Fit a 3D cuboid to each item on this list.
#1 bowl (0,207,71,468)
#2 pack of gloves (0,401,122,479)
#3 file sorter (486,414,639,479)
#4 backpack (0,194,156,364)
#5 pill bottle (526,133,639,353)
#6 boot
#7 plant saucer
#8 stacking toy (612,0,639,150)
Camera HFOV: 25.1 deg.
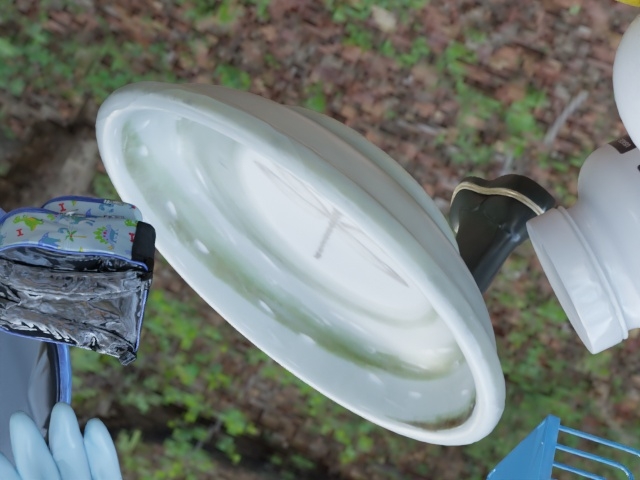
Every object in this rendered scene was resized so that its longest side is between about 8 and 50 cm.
[{"bbox_3d":[-0.366,0.121,1.058,0.391,0.391,0.077,40,175,-35],"label":"bowl"},{"bbox_3d":[-0.169,0.212,0.749,0.046,0.195,0.232,11,117,54],"label":"pack of gloves"},{"bbox_3d":[0.212,0.250,1.281,0.104,0.118,0.170,17,151,-4],"label":"file sorter"},{"bbox_3d":[-0.178,0.022,1.011,0.114,0.084,0.105,8,130,-9],"label":"backpack"},{"bbox_3d":[0.342,-0.032,1.182,0.323,0.181,0.181,-26,146,3],"label":"pill bottle"},{"bbox_3d":[0.148,0.006,1.470,0.077,0.137,0.198,38,167,-5],"label":"boot"},{"bbox_3d":[0.000,0.000,1.157,0.400,0.100,0.400,34,158,16],"label":"plant saucer"},{"bbox_3d":[0.213,-0.267,0.885,0.351,0.480,0.350,-2,171,0],"label":"stacking toy"}]
